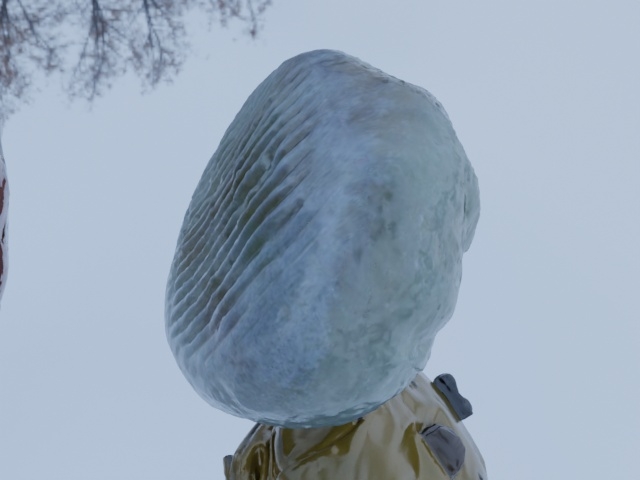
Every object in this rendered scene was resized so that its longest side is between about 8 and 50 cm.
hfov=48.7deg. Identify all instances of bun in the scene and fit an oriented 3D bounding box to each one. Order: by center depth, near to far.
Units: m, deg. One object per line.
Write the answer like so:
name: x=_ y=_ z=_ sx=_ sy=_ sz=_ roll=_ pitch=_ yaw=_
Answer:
bun: x=0.000 y=0.000 z=0.662 sx=0.211 sy=0.362 sz=0.362 roll=19 pitch=-134 yaw=-29

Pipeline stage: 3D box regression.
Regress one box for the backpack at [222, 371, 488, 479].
backpack: x=0.073 y=0.286 z=0.840 sx=0.353 sy=0.201 sz=0.378 roll=57 pitch=-149 yaw=-6

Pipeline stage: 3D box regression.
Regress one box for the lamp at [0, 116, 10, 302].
lamp: x=-0.326 y=-0.020 z=0.434 sx=0.240 sy=0.305 sz=0.305 roll=-5 pitch=-128 yaw=-33
